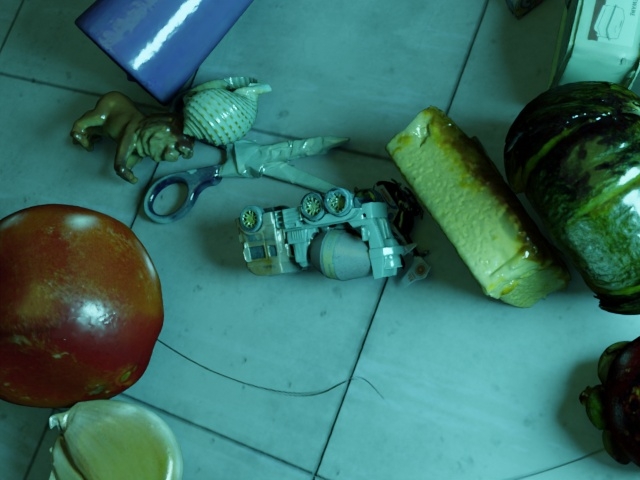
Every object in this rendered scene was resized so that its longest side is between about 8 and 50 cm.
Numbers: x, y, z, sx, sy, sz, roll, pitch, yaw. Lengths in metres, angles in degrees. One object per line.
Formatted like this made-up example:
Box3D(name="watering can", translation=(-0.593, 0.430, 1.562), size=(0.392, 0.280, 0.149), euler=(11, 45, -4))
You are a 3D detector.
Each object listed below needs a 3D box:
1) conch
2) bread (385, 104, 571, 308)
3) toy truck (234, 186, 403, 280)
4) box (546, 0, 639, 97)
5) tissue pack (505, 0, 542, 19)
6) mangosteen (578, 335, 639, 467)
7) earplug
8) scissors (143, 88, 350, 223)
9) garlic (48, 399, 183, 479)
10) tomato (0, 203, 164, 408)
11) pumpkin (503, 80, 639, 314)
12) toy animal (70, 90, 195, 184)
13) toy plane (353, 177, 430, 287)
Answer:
Box3D(name="conch", translation=(-0.165, -0.216, 1.550), size=(0.135, 0.153, 0.102), euler=(39, 134, 39))
Box3D(name="bread", translation=(0.225, -0.044, 1.300), size=(0.114, 0.184, 0.275), euler=(-39, 61, 17))
Box3D(name="toy truck", translation=(0.000, 0.000, 1.410), size=(0.256, 0.108, 0.140), euler=(-10, 88, 30))
Box3D(name="box", translation=(0.428, -0.321, 1.289), size=(0.166, 0.220, 0.291), euler=(14, 78, 5))
Box3D(name="tissue pack", translation=(0.327, -0.394, 1.448), size=(0.083, 0.063, 0.035), euler=(-36, 58, 7))
Box3D(name="mangosteen", translation=(0.414, 0.202, 1.147), size=(0.199, 0.200, 0.200), euler=(-8, 69, 22))
Box3D(name="earplug", translation=(-0.205, -0.468, 1.639), size=(0.456, 0.215, 0.215), euler=(-47, 60, -1))
Box3D(name="scissors", translation=(-0.123, -0.133, 1.576), size=(0.383, 0.029, 0.256), euler=(8, 76, 27))
Box3D(name="garlic", translation=(-0.323, 0.356, 1.452), size=(0.217, 0.110, 0.228), euler=(-32, 74, -3))
Box3D(name="tomato", translation=(-0.416, 0.106, 1.475), size=(0.325, 0.290, 0.293), euler=(-15, 66, 25))
Box3D(name="pumpkin", translation=(0.368, -0.060, 1.176), size=(0.192, 0.320, 0.320), euler=(-37, 61, 13))
Box3D(name="toy animal", translation=(-0.336, -0.193, 1.647), size=(0.312, 0.097, 0.157), euler=(34, 80, 38))
Box3D(name="toy plane", translation=(0.119, -0.024, 1.419), size=(0.078, 0.053, 0.197), euler=(-36, 60, 18))
